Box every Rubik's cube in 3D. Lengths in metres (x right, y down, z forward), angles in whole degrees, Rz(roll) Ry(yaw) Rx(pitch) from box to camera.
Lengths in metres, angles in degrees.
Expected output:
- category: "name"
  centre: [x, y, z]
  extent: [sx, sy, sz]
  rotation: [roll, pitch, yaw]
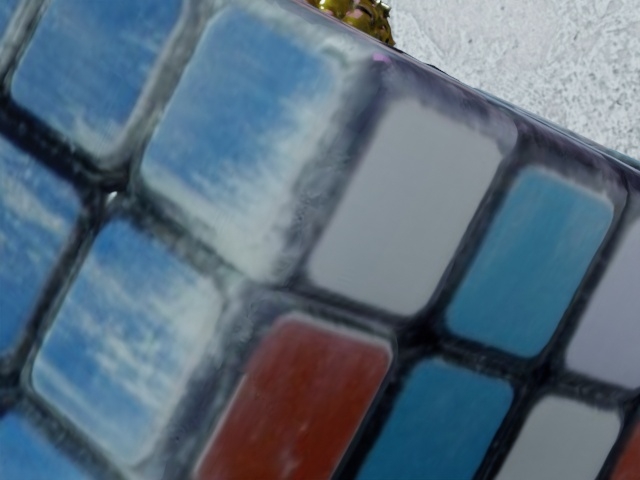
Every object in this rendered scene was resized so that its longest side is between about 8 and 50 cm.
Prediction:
- category: "Rubik's cube"
  centre: [-0.044, 0.041, 0.645]
  extent: [0.253, 0.256, 0.259]
  rotation: [21, 8, -47]

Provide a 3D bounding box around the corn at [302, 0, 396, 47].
- category: "corn"
  centre: [-0.043, -0.024, 1.104]
  extent: [0.115, 0.318, 0.115]
  rotation: [21, -18, 7]
